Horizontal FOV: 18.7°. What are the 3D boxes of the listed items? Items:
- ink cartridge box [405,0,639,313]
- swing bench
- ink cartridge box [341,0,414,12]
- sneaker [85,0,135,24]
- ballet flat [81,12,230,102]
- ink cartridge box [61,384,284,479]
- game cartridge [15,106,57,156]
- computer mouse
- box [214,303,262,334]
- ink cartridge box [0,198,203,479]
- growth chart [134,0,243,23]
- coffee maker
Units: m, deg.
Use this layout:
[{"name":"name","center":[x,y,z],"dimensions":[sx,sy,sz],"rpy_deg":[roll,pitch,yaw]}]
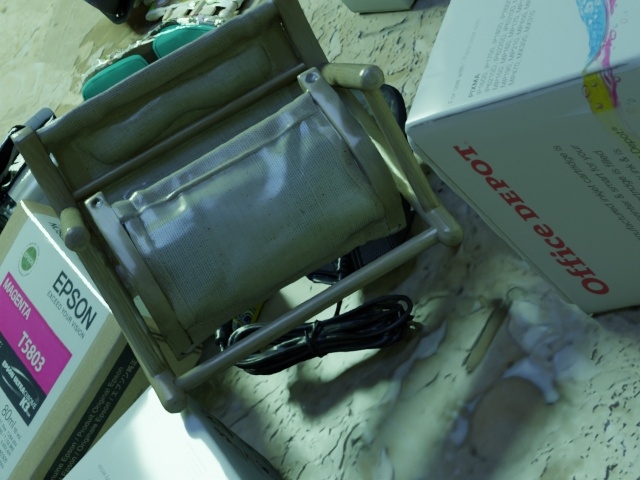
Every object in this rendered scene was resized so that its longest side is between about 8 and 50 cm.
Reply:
[{"name":"ink cartridge box","center":[0.244,-0.082,1.240],"dimensions":[0.306,0.226,0.131],"rpy_deg":[-11,46,42]},{"name":"swing bench","center":[-0.069,-0.042,1.468],"dimensions":[0.253,0.165,0.255],"rpy_deg":[-30,26,-4]},{"name":"ink cartridge box","center":[0.060,-0.338,1.805],"dimensions":[0.087,0.153,0.208],"rpy_deg":[4,59,51]},{"name":"sneaker","center":[-0.182,-0.324,2.088],"dimensions":[0.321,0.124,0.180],"rpy_deg":[-7,54,60]},{"name":"ballet flat","center":[-0.143,-0.184,1.949],"dimensions":[0.241,0.091,0.077],"rpy_deg":[-12,23,38]},{"name":"ink cartridge box","center":[-0.115,0.285,1.350],"dimensions":[0.272,0.130,0.309],"rpy_deg":[-46,31,1]},{"name":"game cartridge","center":[-0.297,-0.097,1.953],"dimensions":[0.083,0.017,0.056],"rpy_deg":[-47,-7,-11]},{"name":"computer mouse","center":[0.000,0.000,1.590],"dimensions":[0.184,0.060,0.262],"rpy_deg":[-17,52,23]},{"name":"box","center":[-0.124,0.047,1.688],"dimensions":[0.169,0.059,0.054],"rpy_deg":[-7,51,46]},{"name":"ink cartridge box","center":[-0.225,0.103,1.651],"dimensions":[0.193,0.088,0.234],"rpy_deg":[-59,40,11]},{"name":"growth chart","center":[-0.125,-0.298,2.102],"dimensions":[0.237,0.021,0.172],"rpy_deg":[16,68,55]},{"name":"coffee maker","center":[-0.281,-0.022,1.917],"dimensions":[0.178,0.120,0.171],"rpy_deg":[-48,-9,-2]}]
